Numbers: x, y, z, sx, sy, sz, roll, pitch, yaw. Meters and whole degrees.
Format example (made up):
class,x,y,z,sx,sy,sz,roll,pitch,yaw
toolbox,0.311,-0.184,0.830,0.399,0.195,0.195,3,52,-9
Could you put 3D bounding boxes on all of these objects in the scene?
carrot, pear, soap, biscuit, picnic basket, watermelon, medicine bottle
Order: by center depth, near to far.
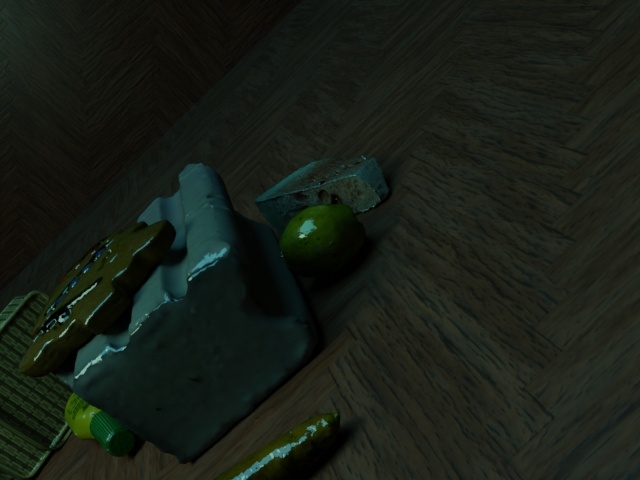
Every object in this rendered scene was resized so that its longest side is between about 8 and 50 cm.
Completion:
class,x,y,z,sx,sy,sz,roll,pitch,yaw
carrot,-0.098,0.289,0.735,0.314,0.066,0.066,-38,25,7
biscuit,-0.338,0.063,0.972,0.278,0.043,0.301,-50,26,-11
pear,0.000,0.000,0.976,0.131,0.107,0.107,-26,26,1
soap,-0.219,0.100,1.033,0.350,0.213,0.435,-42,25,2
medicine bottle,-0.369,0.301,1.123,0.095,0.064,0.261,-47,24,-20
watermelon,0.021,-0.087,1.132,0.241,0.094,0.154,-7,34,51
picnic basket,-0.576,0.279,1.287,0.175,0.228,0.312,-13,38,53
